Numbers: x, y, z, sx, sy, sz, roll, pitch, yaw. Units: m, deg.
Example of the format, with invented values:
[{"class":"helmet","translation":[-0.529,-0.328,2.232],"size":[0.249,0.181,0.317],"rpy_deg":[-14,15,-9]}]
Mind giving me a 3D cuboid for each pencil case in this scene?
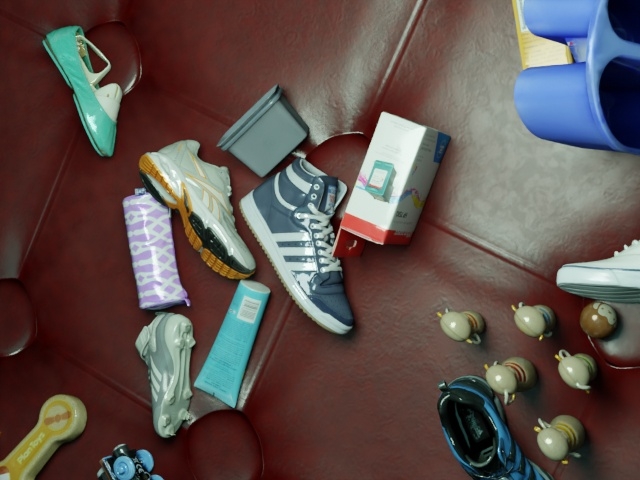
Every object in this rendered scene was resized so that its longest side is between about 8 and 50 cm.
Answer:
[{"class":"pencil case","translation":[-0.276,0.016,1.960],"size":[0.088,0.086,0.206],"rpy_deg":[-9,87,-2]}]

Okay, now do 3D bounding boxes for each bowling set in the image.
[{"class":"bowling set","translation":[0.320,0.151,1.665],"size":[0.287,0.154,0.200],"rpy_deg":[46,106,17]}]

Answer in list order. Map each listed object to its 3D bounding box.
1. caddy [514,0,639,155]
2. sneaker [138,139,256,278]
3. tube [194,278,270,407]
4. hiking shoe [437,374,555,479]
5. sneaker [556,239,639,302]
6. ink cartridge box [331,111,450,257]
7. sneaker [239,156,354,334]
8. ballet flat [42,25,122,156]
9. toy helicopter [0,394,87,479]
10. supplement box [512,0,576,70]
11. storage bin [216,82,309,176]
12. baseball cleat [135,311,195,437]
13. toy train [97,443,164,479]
[{"class":"caddy","translation":[0.407,-0.233,1.552],"size":[0.179,0.341,0.241],"rpy_deg":[6,92,40]},{"class":"sneaker","translation":[-0.174,-0.060,1.904],"size":[0.262,0.121,0.099],"rpy_deg":[52,150,5]},{"class":"tube","translation":[-0.141,0.167,1.918],"size":[0.080,0.052,0.207],"rpy_deg":[26,103,21]},{"class":"hiking shoe","translation":[0.256,0.341,1.699],"size":[0.113,0.132,0.304],"rpy_deg":[-38,75,18]},{"class":"sneaker","translation":[0.466,0.033,1.653],"size":[0.258,0.094,0.091],"rpy_deg":[-2,70,18]},{"class":"ink cartridge box","translation":[0.106,-0.069,1.770],"size":[0.078,0.134,0.231],"rpy_deg":[23,98,21]},{"class":"sneaker","translation":[0.000,0.000,1.833],"size":[0.153,0.099,0.282],"rpy_deg":[-41,72,19]},{"class":"ballet flat","translation":[-0.394,-0.268,2.016],"size":[0.087,0.083,0.247],"rpy_deg":[-28,80,5]},{"class":"toy helicopter","translation":[-0.551,0.403,2.061],"size":[0.355,0.140,0.235],"rpy_deg":[-49,63,3]},{"class":"supplement box","translation":[0.335,-0.288,1.710],"size":[0.080,0.078,0.234],"rpy_deg":[-8,85,25]},{"class":"storage bin","translation":[-0.086,-0.173,1.884],"size":[0.135,0.098,0.091],"rpy_deg":[-41,102,16]},{"class":"baseball cleat","translation":[-0.265,0.223,1.965],"size":[0.109,0.072,0.206],"rpy_deg":[9,88,36]},{"class":"toy train","translation":[-0.312,0.437,1.967],"size":[0.105,0.080,0.184],"rpy_deg":[-39,75,23]}]
